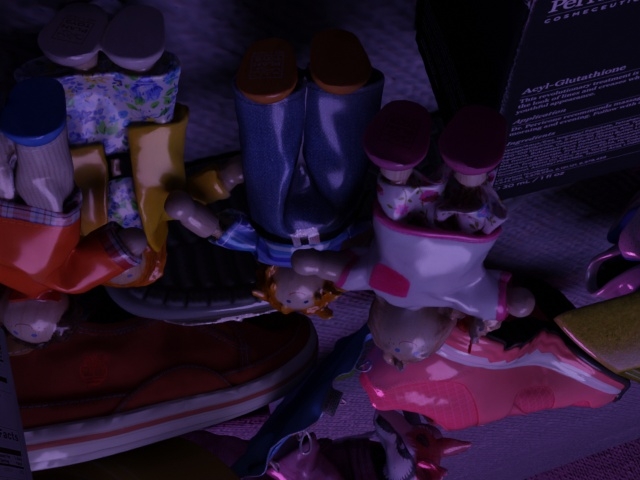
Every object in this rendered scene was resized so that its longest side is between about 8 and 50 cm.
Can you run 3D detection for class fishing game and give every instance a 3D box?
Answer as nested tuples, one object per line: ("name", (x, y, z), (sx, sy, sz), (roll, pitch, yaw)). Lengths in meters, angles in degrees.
("fishing game", (-0.007, 0.125, 0.811), (0.264, 0.041, 0.189), (-48, -179, -7))

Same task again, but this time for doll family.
("doll family", (-0.038, -0.020, 0.494), (0.263, 0.118, 0.163), (4, 140, -1))

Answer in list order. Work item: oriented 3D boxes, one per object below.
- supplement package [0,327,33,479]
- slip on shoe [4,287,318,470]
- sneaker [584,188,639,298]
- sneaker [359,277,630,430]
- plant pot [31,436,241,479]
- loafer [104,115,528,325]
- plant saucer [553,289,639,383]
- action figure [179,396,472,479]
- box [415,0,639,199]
("supplement package", (-0.259, 0.086, 0.504), (0.194, 0.203, 0.149), (-22, 159, 12))
("slip on shoe", (-0.103, 0.072, 0.740), (0.123, 0.101, 0.331), (-10, 178, 30))
("sneaker", (0.333, 0.005, 0.900), (0.236, 0.130, 0.323), (-11, 167, 15))
("sneaker", (0.149, 0.108, 0.974), (0.314, 0.116, 0.136), (18, 122, -45))
("plant pot", (-0.178, 0.256, 0.660), (0.254, 0.254, 0.239), (-33, 159, 37))
("loafer", (0.000, 0.000, 0.638), (0.251, 0.094, 0.087), (-13, 155, -11))
("plant saucer", (0.292, 0.070, 0.795), (0.188, 0.045, 0.188), (-19, 154, 31))
("action figure", (-0.005, 0.251, 1.071), (0.248, 0.275, 0.370), (8, 163, -37))
("box", (0.181, -0.121, 0.455), (0.261, 0.103, 0.184), (-14, 162, -5))
